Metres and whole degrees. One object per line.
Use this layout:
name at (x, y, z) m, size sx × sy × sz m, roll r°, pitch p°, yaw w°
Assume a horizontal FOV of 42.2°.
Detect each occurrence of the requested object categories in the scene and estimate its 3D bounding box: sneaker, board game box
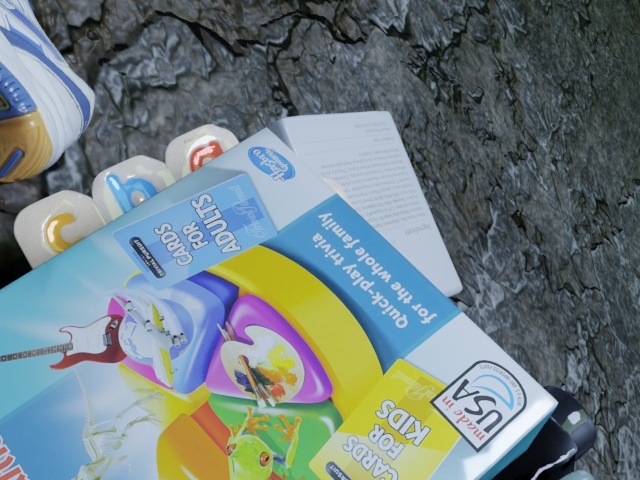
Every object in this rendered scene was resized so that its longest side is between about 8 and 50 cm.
sneaker at (-0.286, -0.173, 0.592) m, size 0.296 × 0.112 × 0.131 m, roll 54°, pitch 23°, yaw -12°
board game box at (-0.080, 0.113, 0.458) m, size 0.336 × 0.079 × 0.254 m, roll -35°, pitch 65°, yaw -23°

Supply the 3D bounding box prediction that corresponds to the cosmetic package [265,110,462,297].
cosmetic package at (0.000, 0.000, 0.743) m, size 0.151 × 0.151 × 0.183 m, roll -13°, pitch 78°, yaw -48°

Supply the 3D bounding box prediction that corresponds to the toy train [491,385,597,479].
toy train at (0.049, 0.228, 0.553) m, size 0.334 × 0.190 × 0.142 m, roll -33°, pitch 54°, yaw -22°

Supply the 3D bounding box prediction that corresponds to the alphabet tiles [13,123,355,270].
alphabet tiles at (-0.076, 0.070, 0.580) m, size 0.284 × 0.021 × 0.277 m, roll -29°, pitch 91°, yaw -22°
